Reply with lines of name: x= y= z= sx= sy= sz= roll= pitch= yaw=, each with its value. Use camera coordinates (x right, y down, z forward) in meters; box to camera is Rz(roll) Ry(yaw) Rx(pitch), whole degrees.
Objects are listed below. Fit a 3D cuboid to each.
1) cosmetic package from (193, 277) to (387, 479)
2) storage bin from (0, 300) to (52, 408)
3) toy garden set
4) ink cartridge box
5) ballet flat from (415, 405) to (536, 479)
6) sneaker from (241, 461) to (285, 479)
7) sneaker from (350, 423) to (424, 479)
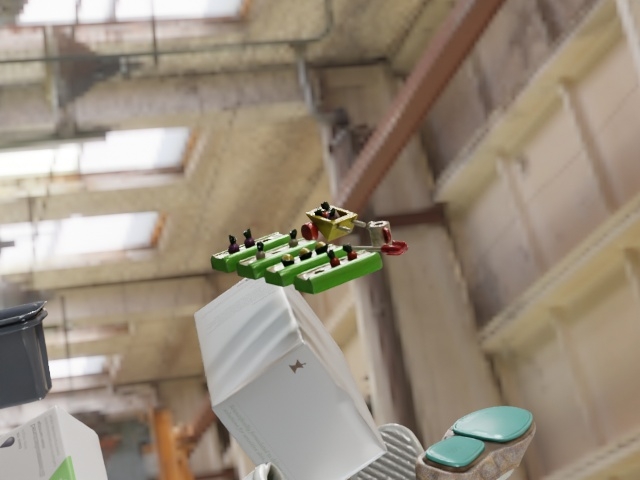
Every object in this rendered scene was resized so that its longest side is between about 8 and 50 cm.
cosmetic package: x=-0.049 y=0.186 z=2.046 sx=0.197 sy=0.155 sz=0.365 roll=55 pitch=3 yaw=-17
storage bin: x=-0.332 y=0.121 z=1.508 sx=0.098 sy=0.135 sz=0.091 roll=-99 pitch=177 yaw=-83
toy garden set: x=0.000 y=0.000 z=1.960 sx=0.244 sy=0.203 sz=0.049 roll=11 pitch=-64 yaw=54
ink cartridge box: x=-0.447 y=0.400 z=2.190 sx=0.115 sy=0.273 sz=0.198 roll=47 pitch=17 yaw=-49
ballet flat: x=0.208 y=0.311 z=2.085 sx=0.107 sy=0.316 sz=0.106 roll=13 pitch=-76 yaw=29
sneaker: x=-0.022 y=0.305 z=1.519 sx=0.091 sy=0.094 sz=0.258 roll=-52 pitch=-138 yaw=-2
sneaker: x=0.124 y=0.455 z=2.252 sx=0.150 sy=0.135 sz=0.366 roll=22 pitch=62 yaw=-79
